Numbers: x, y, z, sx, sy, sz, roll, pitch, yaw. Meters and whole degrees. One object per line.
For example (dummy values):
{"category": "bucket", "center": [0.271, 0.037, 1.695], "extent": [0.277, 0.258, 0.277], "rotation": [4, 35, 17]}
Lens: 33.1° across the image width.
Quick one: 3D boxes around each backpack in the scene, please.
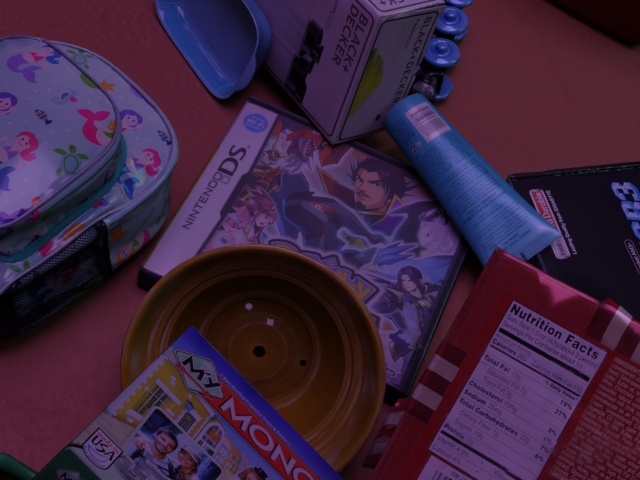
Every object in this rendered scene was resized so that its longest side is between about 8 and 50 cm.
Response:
{"category": "backpack", "center": [-0.258, -0.065, 0.963], "extent": [0.225, 0.191, 0.253], "rotation": [43, 54, 18]}

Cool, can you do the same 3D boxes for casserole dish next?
{"category": "casserole dish", "center": [-0.112, -0.237, 1.149], "extent": [0.037, 0.114, 0.188], "rotation": [-14, 59, -43]}

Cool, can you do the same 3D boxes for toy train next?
{"category": "toy train", "center": [0.110, -0.234, 1.210], "extent": [0.105, 0.080, 0.184], "rotation": [14, 55, 5]}

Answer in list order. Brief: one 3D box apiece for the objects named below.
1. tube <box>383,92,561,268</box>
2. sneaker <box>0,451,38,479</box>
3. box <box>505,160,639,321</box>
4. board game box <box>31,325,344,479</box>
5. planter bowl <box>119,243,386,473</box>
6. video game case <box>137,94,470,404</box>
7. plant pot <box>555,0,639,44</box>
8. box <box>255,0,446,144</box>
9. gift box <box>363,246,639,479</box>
{"category": "tube", "center": [0.142, -0.058, 1.073], "extent": [0.080, 0.052, 0.207], "rotation": [-40, 68, 8]}
{"category": "sneaker", "center": [-0.173, 0.272, 0.788], "extent": [0.295, 0.123, 0.109], "rotation": [39, 58, 13]}
{"category": "box", "center": [0.354, 0.054, 1.076], "extent": [0.293, 0.073, 0.295], "rotation": [-5, 58, -16]}
{"category": "board game box", "center": [-0.032, 0.221, 0.770], "extent": [0.317, 0.046, 0.213], "rotation": [45, 23, -2]}
{"category": "planter bowl", "center": [-0.054, 0.103, 0.919], "extent": [0.217, 0.090, 0.217], "rotation": [0, 98, 1]}
{"category": "video game case", "center": [0.000, 0.000, 1.057], "extent": [0.275, 0.035, 0.248], "rotation": [24, 55, 5]}
{"category": "plant pot", "center": [0.397, -0.398, 1.285], "extent": [0.267, 0.267, 0.235], "rotation": [-35, 83, -29]}
{"category": "box", "center": [-0.013, -0.260, 1.124], "extent": [0.087, 0.169, 0.290], "rotation": [-19, 58, -35]}
{"category": "gift box", "center": [0.168, 0.173, 0.834], "extent": [0.255, 0.258, 0.276], "rotation": [34, 92, 14]}
